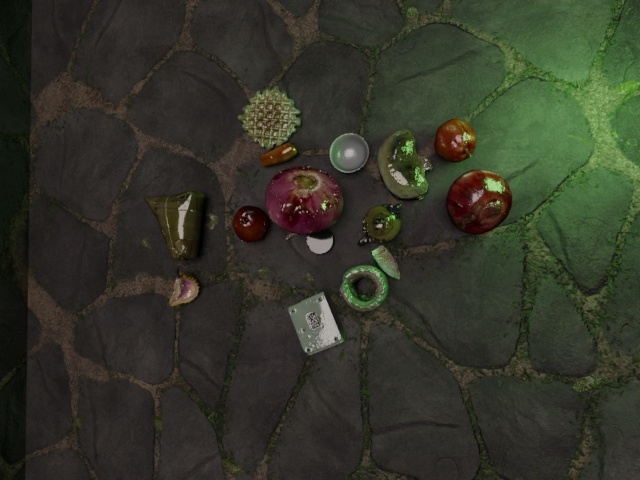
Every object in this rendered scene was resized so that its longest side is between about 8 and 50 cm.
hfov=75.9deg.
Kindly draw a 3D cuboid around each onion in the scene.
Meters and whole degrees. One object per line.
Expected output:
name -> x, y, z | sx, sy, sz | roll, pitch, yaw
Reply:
onion -> 0.668, -0.159, 1.736 | 0.276, 0.276, 0.276 | -1, 86, 13
onion -> -0.067, -0.172, 1.900 | 0.358, 0.345, 0.358 | -8, 59, 13

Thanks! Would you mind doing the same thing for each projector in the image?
projector -> -0.019, 0.388, 1.930 | 0.198, 0.108, 0.250 | -24, 81, 12

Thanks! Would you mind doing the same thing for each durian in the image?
durian -> -0.709, 0.244, 2.098 | 0.165, 0.132, 0.182 | 3, 98, 25

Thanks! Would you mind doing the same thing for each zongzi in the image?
zongzi -> -0.774, -0.032, 2.121 | 0.418, 0.181, 0.447 | 2, 85, 27

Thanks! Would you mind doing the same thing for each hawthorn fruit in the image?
hawthorn fruit -> 0.598, -0.426, 1.798 | 0.179, 0.179, 0.200 | -34, 45, 9
hawthorn fruit -> -0.342, -0.084, 1.997 | 0.185, 0.202, 0.185 | -1, 81, 7

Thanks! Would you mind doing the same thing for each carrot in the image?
carrot -> -0.207, -0.423, 2.052 | 0.193, 0.087, 0.087 | -23, 81, 12

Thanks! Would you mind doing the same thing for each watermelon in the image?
watermelon -> 0.304, 0.108, 1.898 | 0.094, 0.081, 0.180 | -29, 95, -6

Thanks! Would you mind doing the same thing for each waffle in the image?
waffle -> -0.255, -0.624, 2.090 | 0.292, 0.056, 0.309 | -42, 79, 7

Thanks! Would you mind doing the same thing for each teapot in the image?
teapot -> 0.265, -0.069, 1.859 | 0.269, 0.182, 0.173 | -42, 79, 8

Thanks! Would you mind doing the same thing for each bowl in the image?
bowl -> 0.141, -0.409, 1.964 | 0.189, 0.086, 0.189 | -1, 85, 12

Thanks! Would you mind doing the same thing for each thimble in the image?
thimble -> 0.199, 0.215, 1.869 | 0.219, 0.150, 0.219 | -1, 86, 13

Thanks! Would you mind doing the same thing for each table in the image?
table -> 0.000, 0.000, 1.988 | 0.133, 0.043, 0.134 | -1, 86, 13

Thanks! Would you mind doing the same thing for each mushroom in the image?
mushroom -> 0.382, -0.349, 1.880 | 0.247, 0.130, 0.344 | -7, 85, 17
